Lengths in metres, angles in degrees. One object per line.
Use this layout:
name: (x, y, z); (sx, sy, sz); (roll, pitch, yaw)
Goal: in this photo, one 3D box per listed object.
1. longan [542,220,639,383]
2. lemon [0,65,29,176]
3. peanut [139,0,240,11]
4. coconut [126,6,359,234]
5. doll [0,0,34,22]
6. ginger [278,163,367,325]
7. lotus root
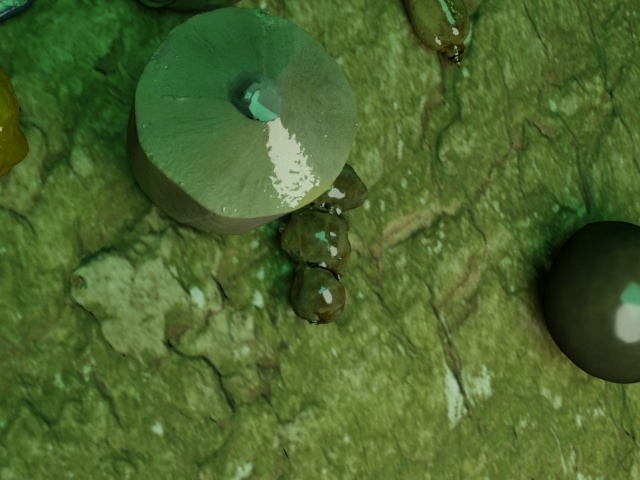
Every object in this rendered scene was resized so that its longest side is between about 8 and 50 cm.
longan: (0.387, 0.078, 1.261); (0.198, 0.198, 0.212); (12, 81, -20)
lemon: (-0.408, -0.118, 0.965); (0.231, 0.192, 0.192); (9, 83, -21)
peanut: (-0.094, -0.349, 1.138); (0.290, 0.130, 0.130); (-28, 96, -21)
coconut: (-0.092, -0.127, 1.057); (0.239, 0.244, 0.239); (3, 83, -20)
doll: (-0.369, -0.253, 1.077); (0.125, 0.027, 0.037); (-39, 93, -19)
ginger: (0.000, 0.000, 1.171); (0.104, 0.080, 0.204); (10, 80, -13)
lotus root: (0.154, -0.294, 1.261); (0.072, 0.063, 0.152); (-22, 99, 17)
